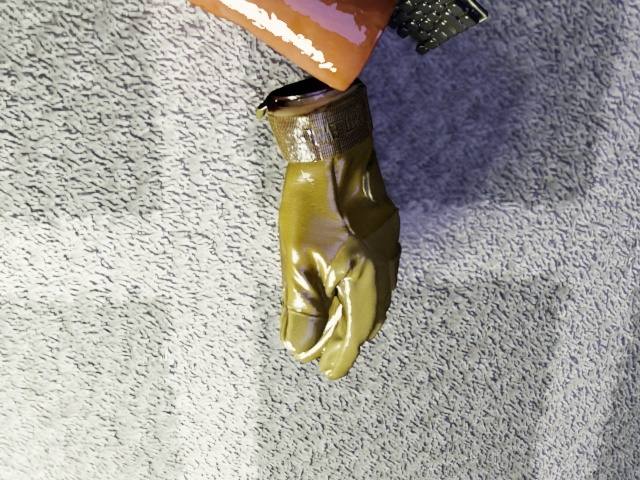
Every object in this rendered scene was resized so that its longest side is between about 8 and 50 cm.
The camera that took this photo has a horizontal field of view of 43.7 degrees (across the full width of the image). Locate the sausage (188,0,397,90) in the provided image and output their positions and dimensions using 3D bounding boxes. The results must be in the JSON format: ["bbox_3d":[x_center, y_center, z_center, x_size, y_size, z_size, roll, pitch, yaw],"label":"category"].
[{"bbox_3d":[-0.060,-0.245,0.713,0.259,0.113,0.114,30,109,-8],"label":"sausage"}]

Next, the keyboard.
[{"bbox_3d":[0.013,-0.285,0.727,0.317,0.106,0.027,36,67,-21],"label":"keyboard"}]

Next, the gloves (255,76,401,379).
[{"bbox_3d":[0.016,-0.004,0.841,0.141,0.154,0.331,-7,111,-4],"label":"gloves"}]
